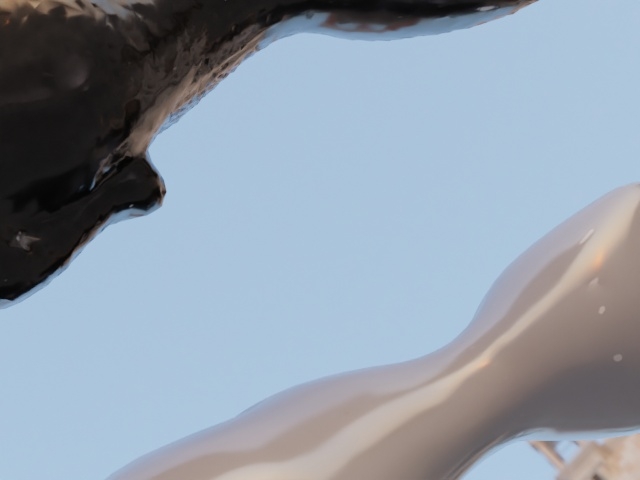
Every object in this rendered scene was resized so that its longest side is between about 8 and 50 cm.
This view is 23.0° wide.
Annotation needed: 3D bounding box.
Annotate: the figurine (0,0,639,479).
[{"bbox_3d":[0.000,0.000,0.426,0.209,0.092,0.215,-29,-85,-22],"label":"figurine"}]
